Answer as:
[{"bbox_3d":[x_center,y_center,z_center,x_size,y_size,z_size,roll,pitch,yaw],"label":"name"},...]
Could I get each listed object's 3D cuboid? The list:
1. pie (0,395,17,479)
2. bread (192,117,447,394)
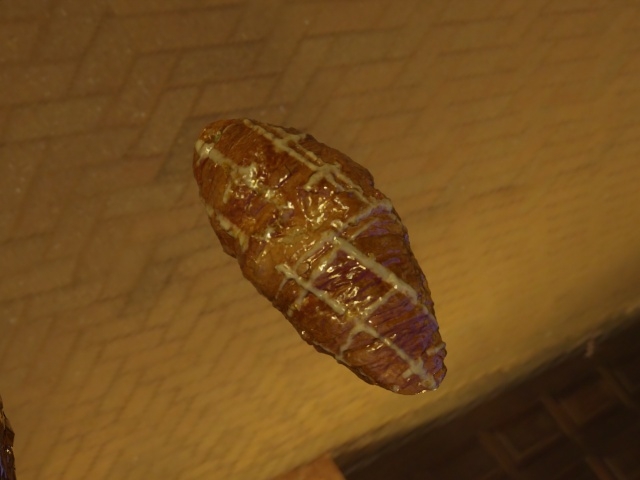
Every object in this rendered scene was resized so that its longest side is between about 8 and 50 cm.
[{"bbox_3d":[-0.283,0.210,0.824,0.069,0.273,0.273,0,160,5],"label":"pie"},{"bbox_3d":[0.000,0.000,0.705,0.105,0.233,0.076,-41,168,0],"label":"bread"}]
